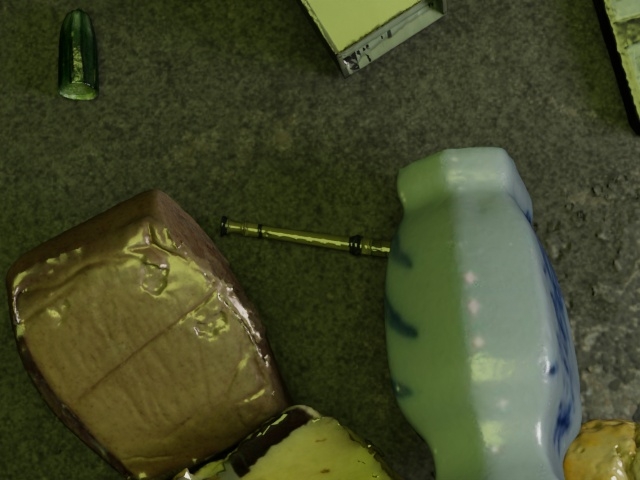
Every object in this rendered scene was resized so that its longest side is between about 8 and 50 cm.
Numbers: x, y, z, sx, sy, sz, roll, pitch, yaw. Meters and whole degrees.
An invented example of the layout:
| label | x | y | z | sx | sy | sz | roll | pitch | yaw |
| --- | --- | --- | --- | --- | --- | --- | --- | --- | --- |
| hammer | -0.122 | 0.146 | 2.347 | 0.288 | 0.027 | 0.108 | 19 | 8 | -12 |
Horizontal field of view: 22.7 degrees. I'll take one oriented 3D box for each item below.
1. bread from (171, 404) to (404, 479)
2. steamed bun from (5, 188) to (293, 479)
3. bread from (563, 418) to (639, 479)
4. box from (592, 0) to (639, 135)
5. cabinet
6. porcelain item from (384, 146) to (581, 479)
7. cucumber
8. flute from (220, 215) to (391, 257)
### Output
| label | x | y | z | sx | sy | sz | roll | pitch | yaw |
| --- | --- | --- | --- | --- | --- | --- | --- | --- | --- |
| bread | -0.011 | 0.380 | 1.700 | 0.345 | 0.242 | 0.405 | -41 | 80 | -1 |
| steamed bun | -0.185 | 0.097 | 1.750 | 0.251 | 0.199 | 0.301 | -29 | 105 | 11 |
| bread | 0.328 | 0.313 | 1.737 | 0.244 | 0.134 | 0.244 | 0 | 84 | -1 |
| box | 0.420 | -0.307 | 1.853 | 0.211 | 0.058 | 0.350 | -16 | 82 | 0 |
| cabinet | 0.030 | -0.318 | 1.818 | 0.145 | 0.150 | 0.206 | -32 | 83 | 2 |
| porcelain item | 0.170 | 0.114 | 1.689 | 0.178 | 0.242 | 0.405 | -13 | 62 | 14 |
| cucumber | -0.285 | -0.220 | 1.867 | 0.048 | 0.048 | 0.105 | -4 | 80 | 1 |
| flute | 0.000 | 0.000 | 1.840 | 0.233 | 0.027 | 0.027 | 9 | 83 | 2 |
